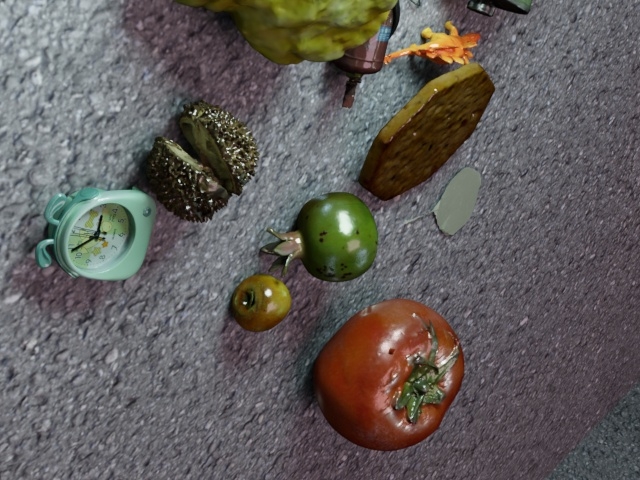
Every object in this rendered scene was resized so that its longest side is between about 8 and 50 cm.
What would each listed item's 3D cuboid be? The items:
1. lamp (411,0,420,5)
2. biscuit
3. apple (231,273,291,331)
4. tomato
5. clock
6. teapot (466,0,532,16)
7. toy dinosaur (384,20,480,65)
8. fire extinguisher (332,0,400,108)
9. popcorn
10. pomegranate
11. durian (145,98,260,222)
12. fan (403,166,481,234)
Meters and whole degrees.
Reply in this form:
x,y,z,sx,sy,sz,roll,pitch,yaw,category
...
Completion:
x,y,z,sx,sy,sz,roll,pitch,yaw,category
0.200,-0.515,1.641,0.054,0.041,0.121,22,93,-61,lamp
0.218,-0.218,1.761,0.359,0.046,0.359,-36,157,-18,biscuit
-0.110,0.123,1.644,0.102,0.099,0.114,25,90,-55,apple
0.141,0.287,1.908,0.341,0.273,0.341,-12,110,-35,tomato
-0.347,-0.016,1.314,0.188,0.060,0.148,5,110,-50,clock
0.393,-0.595,1.671,0.270,0.200,0.337,11,107,-42,teapot
0.245,-0.380,1.710,0.288,0.117,0.070,-24,130,-42,toy dinosaur
0.087,-0.405,1.511,0.141,0.105,0.341,-54,158,-69,fire extinguisher
-0.036,-0.400,1.252,0.334,0.293,0.292,34,84,-37,popcorn
0.000,0.000,1.648,0.224,0.181,0.181,-10,123,-20,pomegranate
-0.185,-0.121,1.376,0.196,0.167,0.196,-29,156,-14,durian
0.288,-0.079,2.040,0.310,0.010,0.182,-19,126,-45,fan
